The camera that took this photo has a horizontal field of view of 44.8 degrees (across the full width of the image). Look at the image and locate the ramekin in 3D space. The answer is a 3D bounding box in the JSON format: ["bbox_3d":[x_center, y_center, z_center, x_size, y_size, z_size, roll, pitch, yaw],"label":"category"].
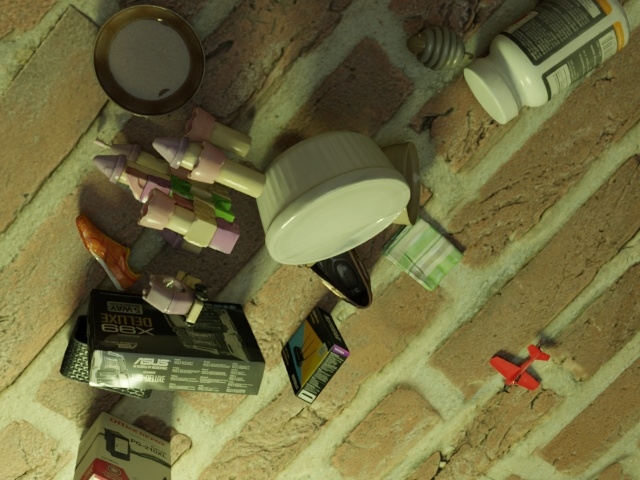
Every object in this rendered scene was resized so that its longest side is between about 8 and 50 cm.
[{"bbox_3d":[0.011,-0.078,1.358,0.273,0.273,0.127,-25,68,-1],"label":"ramekin"}]

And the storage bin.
[{"bbox_3d":[-0.408,0.230,1.534,0.180,0.122,0.084,19,105,-16],"label":"storage bin"}]

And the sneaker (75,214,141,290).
[{"bbox_3d":[-0.410,0.016,1.499,0.067,0.064,0.175,-37,120,-13],"label":"sneaker"}]

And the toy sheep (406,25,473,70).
[{"bbox_3d":[0.225,-0.360,1.460,0.132,0.091,0.091,4,109,-12],"label":"toy sheep"}]

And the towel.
[{"bbox_3d":[0.216,0.027,1.633,0.152,0.023,0.113,38,100,-21],"label":"towel"}]

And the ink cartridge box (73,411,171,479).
[{"bbox_3d":[-0.396,0.470,1.563,0.172,0.237,0.100,32,98,-19],"label":"ink cartridge box"}]

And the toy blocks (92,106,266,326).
[{"bbox_3d":[-0.284,-0.075,1.365,0.260,0.288,0.309,22,107,-21],"label":"toy blocks"}]

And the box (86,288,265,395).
[{"bbox_3d":[-0.280,0.190,1.463,0.308,0.242,0.076,8,109,-20],"label":"box"}]

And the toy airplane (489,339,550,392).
[{"bbox_3d":[0.463,0.291,1.772,0.151,0.028,0.151,-4,111,-11],"label":"toy airplane"}]

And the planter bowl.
[{"bbox_3d":[0.127,-0.110,1.508,0.109,0.162,0.162,1,112,18],"label":"planter bowl"}]

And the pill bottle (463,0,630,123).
[{"bbox_3d":[0.420,-0.353,1.460,0.278,0.162,0.162,-35,112,4],"label":"pill bottle"}]

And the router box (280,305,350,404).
[{"bbox_3d":[-0.014,0.229,1.578,0.046,0.179,0.133,33,100,-22],"label":"router box"}]

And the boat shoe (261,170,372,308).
[{"bbox_3d":[0.000,0.000,1.528,0.123,0.123,0.342,-32,112,2],"label":"boat shoe"}]

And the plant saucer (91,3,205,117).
[{"bbox_3d":[-0.308,-0.323,1.401,0.199,0.036,0.198,-4,111,-10],"label":"plant saucer"}]
